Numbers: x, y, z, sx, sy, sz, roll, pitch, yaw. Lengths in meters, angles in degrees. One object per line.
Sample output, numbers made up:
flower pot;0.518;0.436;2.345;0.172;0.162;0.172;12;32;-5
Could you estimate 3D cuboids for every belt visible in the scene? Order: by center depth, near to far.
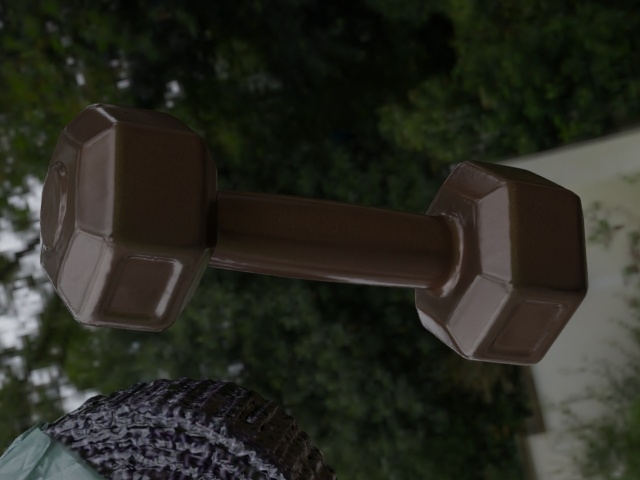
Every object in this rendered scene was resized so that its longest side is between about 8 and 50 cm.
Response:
belt;-0.106;0.235;0.828;0.122;0.260;0.324;-40;-29;-81

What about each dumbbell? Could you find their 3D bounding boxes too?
dumbbell;0.000;0.000;0.622;0.082;0.231;0.092;-108;35;-44
